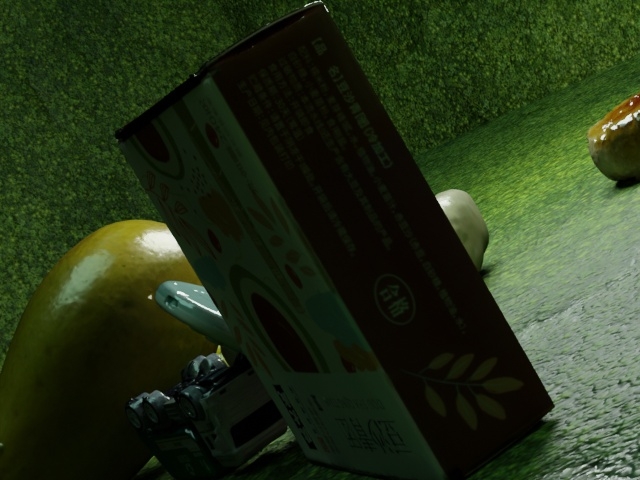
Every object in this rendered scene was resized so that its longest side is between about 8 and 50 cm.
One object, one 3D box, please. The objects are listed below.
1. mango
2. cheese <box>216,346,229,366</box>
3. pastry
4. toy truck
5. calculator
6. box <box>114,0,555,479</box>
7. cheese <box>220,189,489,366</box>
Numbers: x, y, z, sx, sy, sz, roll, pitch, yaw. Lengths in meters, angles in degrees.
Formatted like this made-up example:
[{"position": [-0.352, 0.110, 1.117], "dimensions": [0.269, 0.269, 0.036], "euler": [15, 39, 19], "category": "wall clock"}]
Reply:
[{"position": [-0.284, 0.181, 1.824], "dimensions": [0.445, 0.220, 0.301], "euler": [-60, -20, -19], "category": "mango"}, {"position": [-0.119, 0.183, 2.095], "dimensions": [0.156, 0.064, 0.250], "euler": [-32, 15, -16], "category": "cheese"}, {"position": [0.461, -0.156, 2.001], "dimensions": [0.192, 0.093, 0.182], "euler": [-32, 5, 21], "category": "pastry"}, {"position": [-0.131, 0.201, 1.666], "dimensions": [0.114, 0.124, 0.253], "euler": [-33, 8, -29], "category": "toy truck"}, {"position": [-0.051, 0.104, 1.574], "dimensions": [0.184, 0.295, 0.042], "euler": [28, 94, 47], "category": "calculator"}, {"position": [-0.006, 0.016, 1.298], "dimensions": [0.122, 0.385, 0.344], "euler": [-33, 6, -19], "category": "box"}, {"position": [0.063, 0.058, 1.926], "dimensions": [0.351, 0.130, 0.328], "euler": [-23, 10, 37], "category": "cheese"}]
